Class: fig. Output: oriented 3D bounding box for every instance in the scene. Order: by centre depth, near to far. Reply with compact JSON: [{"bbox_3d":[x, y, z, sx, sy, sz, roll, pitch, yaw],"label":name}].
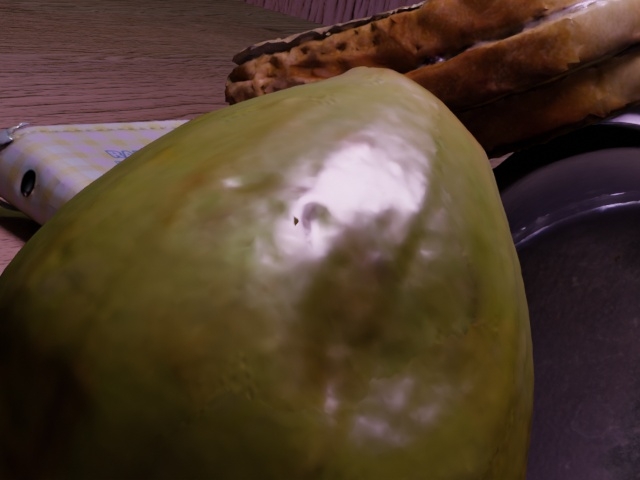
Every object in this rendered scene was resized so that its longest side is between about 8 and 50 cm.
[{"bbox_3d":[-0.024,0.051,0.602,0.207,0.230,0.207,13,13,-3],"label":"fig"}]

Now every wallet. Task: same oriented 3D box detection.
[{"bbox_3d":[-0.062,-0.003,1.154,0.223,0.077,0.309,0,21,-40],"label":"wallet"}]

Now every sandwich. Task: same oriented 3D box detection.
[{"bbox_3d":[0.105,-0.102,0.980,0.249,0.095,0.273,-16,4,20],"label":"sandwich"}]

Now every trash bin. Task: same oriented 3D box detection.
[{"bbox_3d":[0.149,0.055,0.846,0.252,0.203,0.301,-28,7,10],"label":"trash bin"}]

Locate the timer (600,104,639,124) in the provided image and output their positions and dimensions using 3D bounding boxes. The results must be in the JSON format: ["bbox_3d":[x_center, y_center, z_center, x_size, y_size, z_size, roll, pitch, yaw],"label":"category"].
[{"bbox_3d":[0.243,0.020,1.098,0.194,0.192,0.195,14,12,4],"label":"timer"}]
